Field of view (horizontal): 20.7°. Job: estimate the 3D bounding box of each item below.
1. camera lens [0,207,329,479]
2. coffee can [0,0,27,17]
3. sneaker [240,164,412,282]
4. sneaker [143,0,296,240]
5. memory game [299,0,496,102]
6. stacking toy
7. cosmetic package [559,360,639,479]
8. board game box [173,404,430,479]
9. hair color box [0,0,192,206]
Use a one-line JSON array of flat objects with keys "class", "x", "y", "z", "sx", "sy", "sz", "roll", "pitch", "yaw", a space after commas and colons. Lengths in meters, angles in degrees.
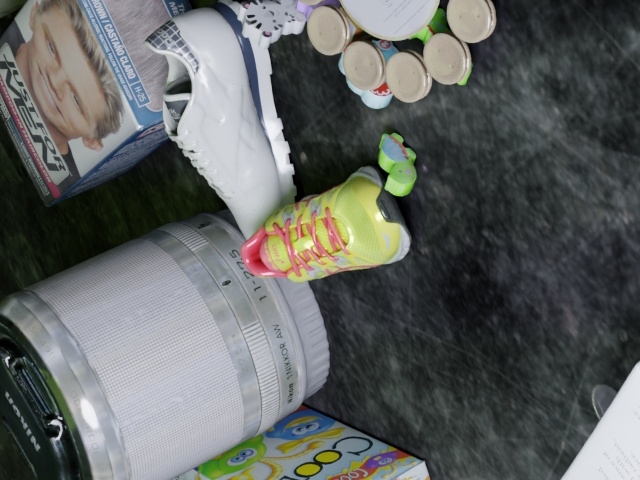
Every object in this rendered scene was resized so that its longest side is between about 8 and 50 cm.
[{"class": "camera lens", "x": -0.158, "y": 0.111, "z": 1.635, "sx": 0.219, "sy": 0.274, "sz": 0.219, "roll": 44, "pitch": 148, "yaw": 37}, {"class": "coffee can", "x": -0.432, "y": -0.352, "z": 1.831, "sx": 0.275, "sy": 0.201, "sz": 0.201, "roll": 66, "pitch": 155, "yaw": -4}, {"class": "sneaker", "x": 0.000, "y": 0.000, "z": 1.439, "sx": 0.208, "sy": 0.094, "sz": 0.081, "roll": -24, "pitch": 90, "yaw": 64}, {"class": "sneaker", "x": -0.088, "y": -0.092, "z": 1.527, "sx": 0.090, "sy": 0.095, "sz": 0.235, "roll": 23, "pitch": 134, "yaw": 53}, {"class": "memory game", "x": 0.047, "y": -0.186, "z": 1.206, "sx": 0.186, "sy": 0.012, "sz": 0.186, "roll": 19, "pitch": 120, "yaw": 37}, {"class": "stacking toy", "x": 0.019, "y": -0.155, "z": 1.309, "sx": 0.221, "sy": 0.052, "sz": 0.167, "roll": 54, "pitch": 153, "yaw": 20}, {"class": "cosmetic package", "x": 0.252, "y": 0.141, "z": 1.008, "sx": 0.151, "sy": 0.151, "sz": 0.184, "roll": 54, "pitch": 153, "yaw": 22}, {"class": "board game box", "x": -0.014, "y": 0.262, "z": 1.653, "sx": 0.275, "sy": 0.142, "sz": 0.144, "roll": 17, "pitch": 128, "yaw": 58}, {"class": "hair color box", "x": -0.221, "y": -0.160, "z": 1.710, "sx": 0.174, "sy": 0.105, "sz": 0.347, "roll": 64, "pitch": 155, "yaw": 0}]
